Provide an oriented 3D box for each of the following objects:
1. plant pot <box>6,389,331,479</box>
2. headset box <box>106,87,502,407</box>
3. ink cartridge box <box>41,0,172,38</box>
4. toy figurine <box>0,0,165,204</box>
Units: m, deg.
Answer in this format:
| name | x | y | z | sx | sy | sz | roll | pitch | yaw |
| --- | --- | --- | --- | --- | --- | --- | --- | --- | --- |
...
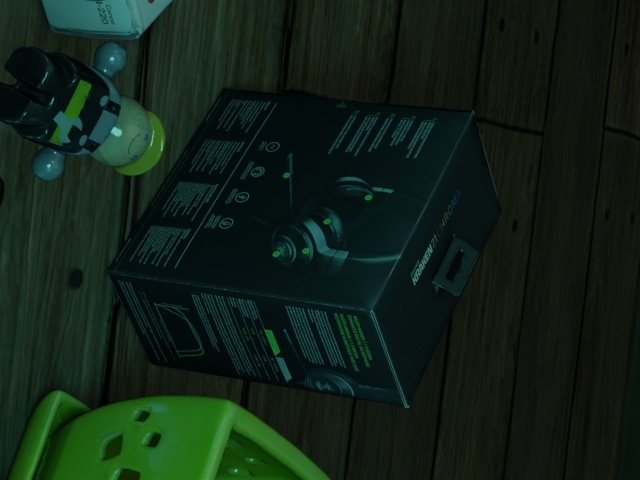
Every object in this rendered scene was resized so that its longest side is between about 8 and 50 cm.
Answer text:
| name | x | y | z | sx | sy | sz | roll | pitch | yaw |
| --- | --- | --- | --- | --- | --- | --- | --- | --- | --- |
| plant pot | -0.144 | 0.252 | 1.515 | 0.227 | 0.207 | 0.228 | 47 | 56 | -56 |
| headset box | 0.000 | 0.000 | 1.650 | 0.246 | 0.283 | 0.131 | -62 | 146 | -36 |
| ink cartridge box | -0.150 | -0.285 | 1.497 | 0.218 | 0.092 | 0.159 | -57 | 143 | -44 |
| toy figurine | -0.219 | -0.122 | 1.249 | 0.148 | 0.213 | 0.210 | 25 | 48 | -59 |
